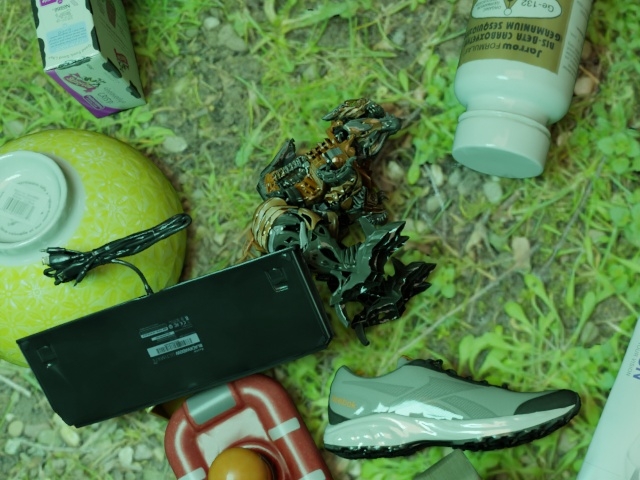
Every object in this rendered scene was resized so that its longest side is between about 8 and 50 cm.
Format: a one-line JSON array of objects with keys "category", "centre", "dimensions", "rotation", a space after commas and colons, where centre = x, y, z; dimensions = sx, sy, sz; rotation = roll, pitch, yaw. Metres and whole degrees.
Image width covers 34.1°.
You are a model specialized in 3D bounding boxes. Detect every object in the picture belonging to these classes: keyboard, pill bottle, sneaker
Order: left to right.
[{"category": "keyboard", "centre": [-0.164, 0.068, 1.066], "dimensions": [0.317, 0.033, 0.201], "rotation": [-19, 109, 10]}, {"category": "sneaker", "centre": [0.136, 0.169, 1.098], "dimensions": [0.272, 0.100, 0.108], "rotation": [-4, 71, 7]}, {"category": "pill bottle", "centre": [0.219, -0.193, 1.154], "dimensions": [0.131, 0.131, 0.229], "rotation": [12, 79, 11]}]

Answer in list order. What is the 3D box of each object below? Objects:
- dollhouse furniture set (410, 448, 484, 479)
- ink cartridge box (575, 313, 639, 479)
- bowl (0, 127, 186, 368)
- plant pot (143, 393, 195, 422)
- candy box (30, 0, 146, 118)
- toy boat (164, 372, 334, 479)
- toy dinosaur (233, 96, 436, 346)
[{"category": "dollhouse furniture set", "centre": [0.086, 0.454, 0.908], "dimensions": [0.394, 0.256, 0.362], "rotation": [-33, 90, -1]}, {"category": "ink cartridge box", "centre": [0.397, 0.209, 1.059], "dimensions": [0.224, 0.045, 0.223], "rotation": [20, 80, 21]}, {"category": "bowl", "centre": [-0.308, -0.016, 1.155], "dimensions": [0.290, 0.156, 0.289], "rotation": [-4, 67, 9]}, {"category": "plant pot", "centre": [-0.173, 0.142, 1.160], "dimensions": [0.081, 0.081, 0.083], "rotation": [-44, 67, -4]}, {"category": "candy box", "centre": [-0.285, -0.282, 1.235], "dimensions": [0.071, 0.159, 0.233], "rotation": [-17, 74, 6]}, {"category": "toy boat", "centre": [-0.075, 0.249, 1.080], "dimensions": [0.151, 0.151, 0.231], "rotation": [-30, 74, 1]}, {"category": "toy dinosaur", "centre": [0.000, 0.000, 1.157], "dimensions": [0.218, 0.164, 0.322], "rotation": [32, 106, 28]}]
